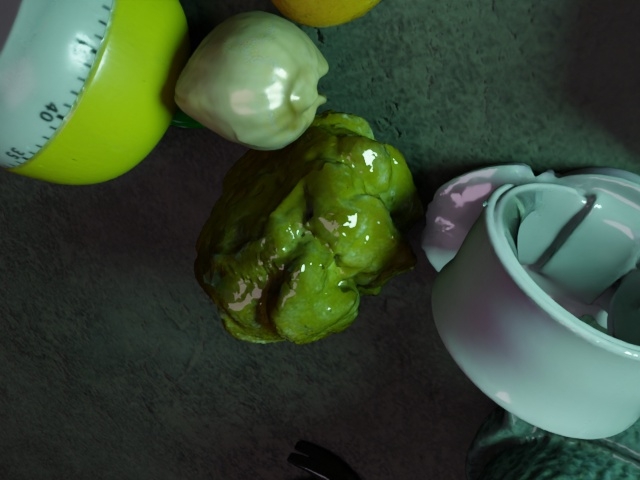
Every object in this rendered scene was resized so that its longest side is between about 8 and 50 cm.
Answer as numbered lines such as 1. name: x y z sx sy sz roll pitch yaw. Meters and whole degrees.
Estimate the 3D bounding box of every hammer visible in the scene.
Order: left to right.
1. hammer: -0.098 0.445 1.123 0.439 0.044 0.168 -30 100 40

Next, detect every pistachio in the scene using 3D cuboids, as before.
1. pistachio: -0.069 -0.160 0.642 0.200 0.145 0.117 -122 30 -56

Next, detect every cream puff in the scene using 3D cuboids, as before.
1. cream puff: -0.011 -0.012 0.668 0.244 0.196 0.244 -11 73 38

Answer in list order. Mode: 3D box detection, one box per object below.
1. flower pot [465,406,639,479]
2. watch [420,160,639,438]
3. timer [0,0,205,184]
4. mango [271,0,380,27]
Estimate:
1. flower pot: 0.256 0.272 0.639 0.298 0.283 0.299 23 135 25
2. watch: 0.187 0.046 0.581 0.244 0.231 0.196 29 132 9
3. timer: -0.234 -0.176 0.728 0.285 0.285 0.285 15 125 23
4. mango: 0.012 -0.284 0.571 0.141 0.102 0.217 31 132 4
